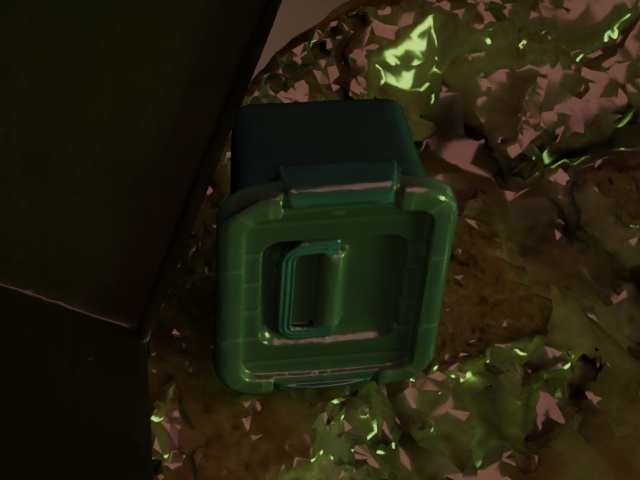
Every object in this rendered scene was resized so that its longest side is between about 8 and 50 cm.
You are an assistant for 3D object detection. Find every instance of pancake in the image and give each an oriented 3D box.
[{"bbox_3d":[0.116,0.054,0.626,0.387,0.082,0.387,6,65,-12],"label":"pancake"}]

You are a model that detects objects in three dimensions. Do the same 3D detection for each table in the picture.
[{"bbox_3d":[-0.091,-0.078,0.400,0.196,0.251,0.282,20,16,-13],"label":"table"}]

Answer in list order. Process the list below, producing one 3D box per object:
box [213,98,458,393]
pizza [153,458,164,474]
[{"bbox_3d":[0.000,0.000,0.536,0.074,0.099,0.054,-5,49,-9],"label":"box"},{"bbox_3d":[-0.146,0.130,0.428,0.305,0.161,0.086,-15,86,-45],"label":"pizza"}]
